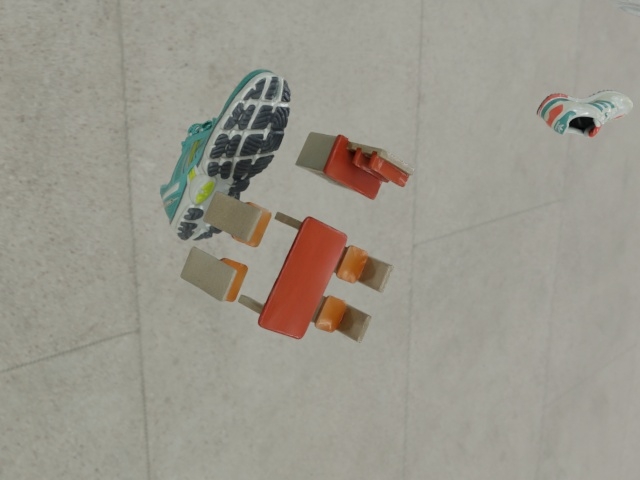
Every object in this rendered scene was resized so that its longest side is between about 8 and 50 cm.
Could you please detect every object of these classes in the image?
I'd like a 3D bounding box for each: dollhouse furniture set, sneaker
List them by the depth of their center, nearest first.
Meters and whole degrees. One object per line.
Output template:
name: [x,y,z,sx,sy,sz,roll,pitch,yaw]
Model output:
dollhouse furniture set: [0.000,0.000,0.938,0.262,0.135,0.259,24,90,-44]
sneaker: [-0.140,-0.120,0.973,0.107,0.110,0.275,-1,139,-47]
sneaker: [0.408,-0.182,1.111,0.161,0.075,0.057,-5,138,-20]

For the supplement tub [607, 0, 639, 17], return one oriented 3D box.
supplement tub: [0.409,-0.338,0.792,0.144,0.144,0.199,0,112,-46]
